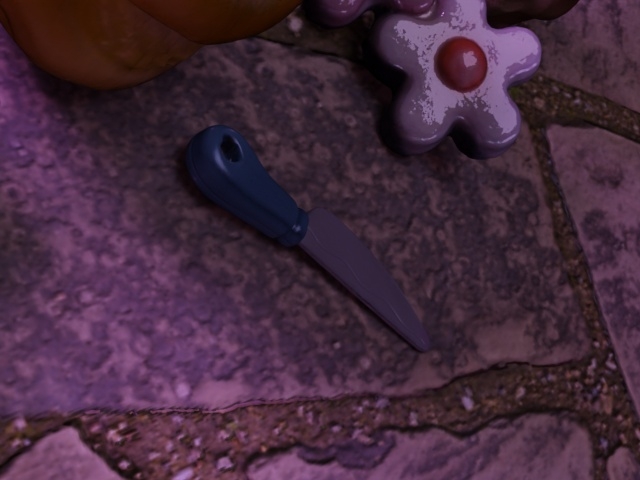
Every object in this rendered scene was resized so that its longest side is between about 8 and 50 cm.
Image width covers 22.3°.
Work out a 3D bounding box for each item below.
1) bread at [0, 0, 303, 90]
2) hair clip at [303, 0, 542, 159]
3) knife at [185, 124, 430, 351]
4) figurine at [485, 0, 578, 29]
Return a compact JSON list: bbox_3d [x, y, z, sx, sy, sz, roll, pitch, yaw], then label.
[{"bbox_3d":[-0.084,-0.215,0.974,0.211,0.270,0.316,40,18,14],"label":"bread"},{"bbox_3d":[0.070,-0.177,1.242,0.146,0.075,0.257,-32,102,-5],"label":"hair clip"},{"bbox_3d":[0.000,-0.002,1.132,0.244,0.032,0.058,38,38,-32],"label":"knife"},{"bbox_3d":[0.171,-0.283,1.344,0.177,0.173,0.247,20,70,-32],"label":"figurine"}]
